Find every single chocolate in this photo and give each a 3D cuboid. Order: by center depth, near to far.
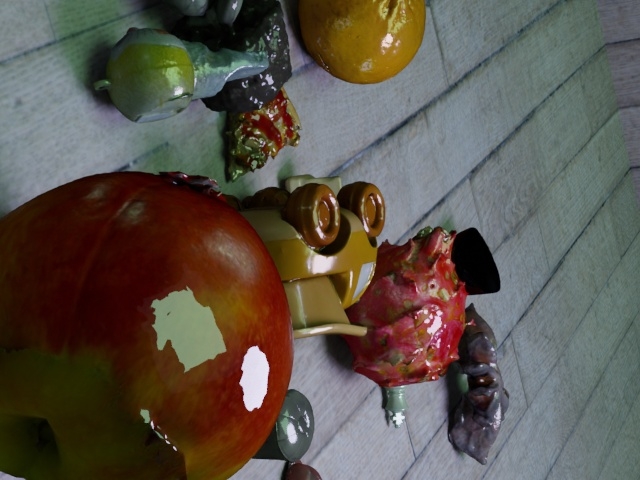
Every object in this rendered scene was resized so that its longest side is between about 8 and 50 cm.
[{"bbox_3d":[0.256,0.042,2.534,0.149,0.080,0.125,17,58,-53],"label":"chocolate"}]

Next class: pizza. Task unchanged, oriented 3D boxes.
[{"bbox_3d":[-0.085,-0.162,1.955,0.188,0.062,0.198,51,43,-42],"label":"pizza"}]

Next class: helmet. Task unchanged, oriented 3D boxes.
[{"bbox_3d":[-0.019,0.347,1.970,0.065,0.049,0.084,45,46,-48],"label":"helmet"}]

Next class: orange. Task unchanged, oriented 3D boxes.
[{"bbox_3d":[0.067,-0.353,2.158,0.219,0.193,0.219,-9,101,-48],"label":"orange"}]

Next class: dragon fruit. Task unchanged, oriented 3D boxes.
[{"bbox_3d":[0.132,0.098,2.137,0.205,0.210,0.268,18,93,-68],"label":"dragon fruit"}]

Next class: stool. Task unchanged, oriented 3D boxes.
[{"bbox_3d":[-0.069,0.245,1.835,0.096,0.110,0.096,17,71,-60],"label":"stool"}]

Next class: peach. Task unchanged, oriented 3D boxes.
[{"bbox_3d":[-0.193,0.088,1.389,0.370,0.370,0.369,22,64,-59],"label":"peach"}]

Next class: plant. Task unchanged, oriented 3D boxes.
[{"bbox_3d":[-0.138,-0.302,1.792,0.274,0.147,0.149,62,37,-33],"label":"plant"}]

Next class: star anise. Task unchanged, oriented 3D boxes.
[{"bbox_3d":[0.282,0.268,2.507,0.198,0.111,0.257,-67,150,-68],"label":"star anise"}]

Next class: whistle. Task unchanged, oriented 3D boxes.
[{"bbox_3d":[-0.172,-0.212,1.691,0.223,0.123,0.122,-14,98,-25],"label":"whistle"}]

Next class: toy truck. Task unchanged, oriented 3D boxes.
[{"bbox_3d":[-0.043,0.030,1.836,0.288,0.204,0.211,-4,90,-62],"label":"toy truck"}]

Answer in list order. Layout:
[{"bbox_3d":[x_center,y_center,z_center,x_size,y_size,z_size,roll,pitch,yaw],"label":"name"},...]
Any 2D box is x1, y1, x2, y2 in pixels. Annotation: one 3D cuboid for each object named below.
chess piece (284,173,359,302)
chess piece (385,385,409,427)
[{"bbox_3d":[0.000,0.000,2.049,0.090,0.090,0.200,-7,88,-62],"label":"chess piece"},{"bbox_3d":[0.123,0.233,2.266,0.059,0.059,0.149,-3,92,-62],"label":"chess piece"}]
